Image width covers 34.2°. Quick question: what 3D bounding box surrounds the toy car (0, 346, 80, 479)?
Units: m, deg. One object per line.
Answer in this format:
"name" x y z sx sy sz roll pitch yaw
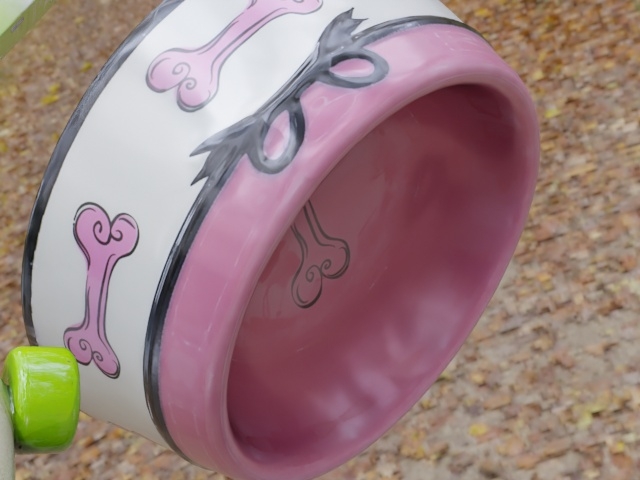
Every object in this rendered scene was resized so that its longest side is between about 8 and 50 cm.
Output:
"toy car" -0.205 0.147 0.487 0.155 0.188 0.148 4 45 -27

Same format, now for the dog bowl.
"dog bowl" 0.000 0.000 0.754 0.150 0.407 0.408 33 54 31

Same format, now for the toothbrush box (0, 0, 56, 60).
"toothbrush box" -0.338 -0.268 0.926 0.283 0.206 0.122 -50 13 -12
